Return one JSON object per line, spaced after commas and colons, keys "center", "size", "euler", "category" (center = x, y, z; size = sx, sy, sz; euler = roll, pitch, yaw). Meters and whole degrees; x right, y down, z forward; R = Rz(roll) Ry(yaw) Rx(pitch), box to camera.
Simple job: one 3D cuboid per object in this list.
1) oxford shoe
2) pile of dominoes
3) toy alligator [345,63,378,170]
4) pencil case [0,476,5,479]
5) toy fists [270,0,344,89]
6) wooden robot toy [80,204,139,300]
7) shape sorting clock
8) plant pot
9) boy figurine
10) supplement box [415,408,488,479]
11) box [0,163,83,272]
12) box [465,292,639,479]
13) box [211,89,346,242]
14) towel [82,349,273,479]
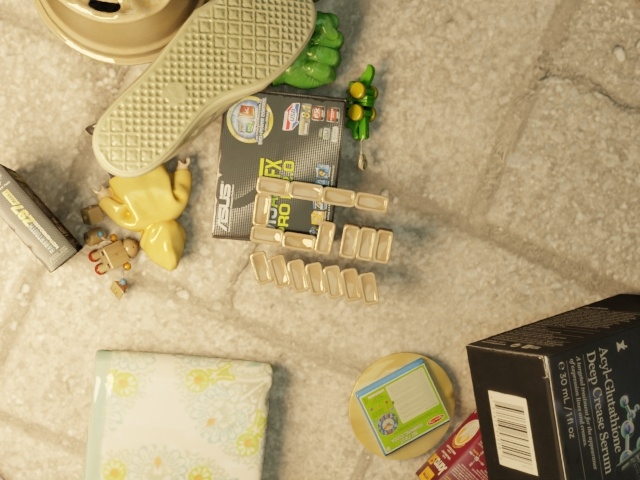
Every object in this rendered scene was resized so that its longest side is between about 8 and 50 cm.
{"center": [-0.196, -0.271, 1.572], "size": [0.449, 0.130, 0.169], "euler": [-43, 97, -10], "category": "oxford shoe"}
{"center": [0.000, 0.000, 1.674], "size": [0.251, 0.040, 0.196], "euler": [10, 97, 1], "category": "pile of dominoes"}
{"center": [0.066, -0.223, 1.714], "size": [0.051, 0.056, 0.190], "euler": [9, 96, 33], "category": "toy alligator"}
{"center": [-0.556, 0.480, 1.665], "size": [0.206, 0.086, 0.088], "euler": [43, 73, -9], "category": "pencil case"}
{"center": [-0.037, -0.406, 1.659], "size": [0.142, 0.096, 0.279], "euler": [-11, 95, -8], "category": "toy fists"}
{"center": [-0.362, 0.014, 1.677], "size": [0.079, 0.076, 0.173], "euler": [-30, 100, -40], "category": "wooden robot toy"}
{"center": [0.152, 0.310, 1.773], "size": [0.206, 0.040, 0.206], "euler": [-1, 94, -11], "category": "shape sorting clock"}
{"center": [-0.320, -0.449, 1.497], "size": [0.333, 0.305, 0.334], "euler": [-1, 99, -8], "category": "plant pot"}
{"center": [-0.299, -0.087, 1.651], "size": [0.177, 0.092, 0.285], "euler": [-26, 100, -15], "category": "boy figurine"}
{"center": [0.278, 0.408, 1.767], "size": [0.081, 0.104, 0.188], "euler": [45, 88, -9], "category": "supplement box"}
{"center": [-0.476, -0.036, 1.559], "size": [0.059, 0.232, 0.183], "euler": [-41, 99, -9], "category": "box"}
{"center": [0.491, 0.282, 1.671], "size": [0.395, 0.212, 0.294], "euler": [-14, 97, -29], "category": "box"}
{"center": [-0.076, -0.129, 1.686], "size": [0.216, 0.060, 0.270], "euler": [6, 97, -7], "category": "box"}
{"center": [-0.262, 0.390, 1.702], "size": [0.320, 0.090, 0.375], "euler": [5, 94, -11], "category": "towel"}
